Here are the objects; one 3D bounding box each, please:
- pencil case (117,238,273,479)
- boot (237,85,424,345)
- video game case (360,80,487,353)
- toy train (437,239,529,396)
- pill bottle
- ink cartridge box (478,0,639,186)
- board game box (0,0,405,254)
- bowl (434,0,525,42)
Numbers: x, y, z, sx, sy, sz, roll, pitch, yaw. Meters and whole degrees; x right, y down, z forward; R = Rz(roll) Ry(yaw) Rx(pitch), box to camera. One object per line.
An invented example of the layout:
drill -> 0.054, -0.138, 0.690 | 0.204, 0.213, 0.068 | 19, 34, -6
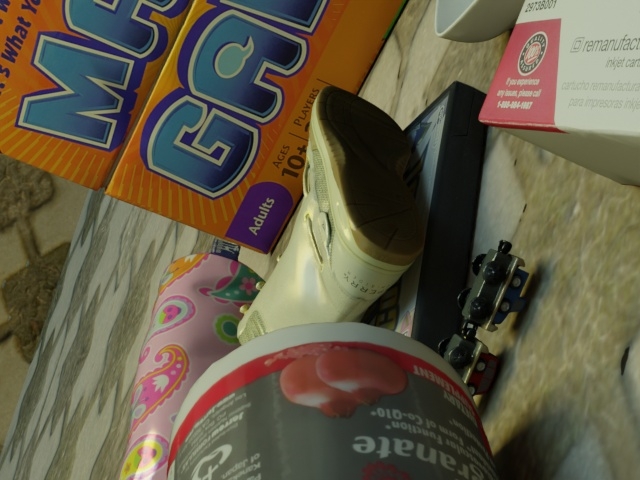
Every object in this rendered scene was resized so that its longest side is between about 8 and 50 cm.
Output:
pencil case -> -0.103, 0.143, 1.095 | 0.124, 0.124, 0.284 | -50, 25, 46
boot -> 0.000, 0.000, 0.907 | 0.165, 0.077, 0.213 | -60, 22, 30
video game case -> 0.030, 0.055, 0.933 | 0.248, 0.035, 0.274 | -43, 31, 55
toy train -> 0.085, 0.076, 0.748 | 0.158, 0.036, 0.027 | -68, 17, 5
pill bottle -> 0.016, 0.193, 0.580 | 0.176, 0.176, 0.318 | -60, 19, 26
ink cartridge box -> 0.187, -0.145, 0.591 | 0.237, 0.100, 0.172 | -69, 18, 0
board game box -> -0.147, -0.270, 1.304 | 0.356, 0.356, 0.356 | -61, 18, 23
bowl -> 0.140, -0.213, 0.892 | 0.142, 0.053, 0.142 | -47, 28, 52
